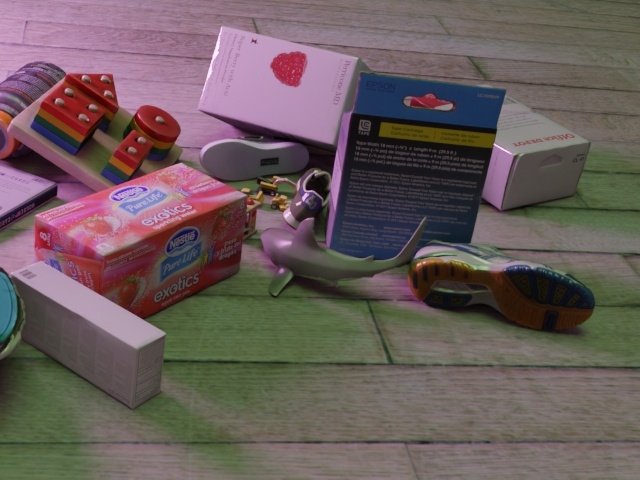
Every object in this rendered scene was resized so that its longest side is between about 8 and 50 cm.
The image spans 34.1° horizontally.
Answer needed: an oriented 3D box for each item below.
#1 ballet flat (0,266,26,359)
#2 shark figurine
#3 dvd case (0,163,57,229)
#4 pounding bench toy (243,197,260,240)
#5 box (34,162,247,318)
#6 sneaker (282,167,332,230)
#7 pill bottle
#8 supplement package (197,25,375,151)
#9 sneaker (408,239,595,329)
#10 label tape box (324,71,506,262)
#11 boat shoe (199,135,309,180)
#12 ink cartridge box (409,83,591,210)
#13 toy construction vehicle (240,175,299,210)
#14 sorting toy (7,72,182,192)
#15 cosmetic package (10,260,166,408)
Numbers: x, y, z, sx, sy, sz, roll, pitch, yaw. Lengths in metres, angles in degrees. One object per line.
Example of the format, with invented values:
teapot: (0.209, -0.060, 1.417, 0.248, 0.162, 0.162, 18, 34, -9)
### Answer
ballet flat: (-0.492, 0.072, 1.403, 0.147, 0.147, 0.409, -6, 34, -26)
shark figurine: (0.018, 0.010, 1.651, 0.278, 0.116, 0.166, 5, 31, 16)
dvd case: (-0.580, -0.067, 1.726, 0.179, 0.029, 0.239, 19, 30, 18)
pounding bench toy: (-0.147, -0.036, 1.760, 0.052, 0.065, 0.083, 23, 32, 22)
box: (-0.266, 0.005, 1.573, 0.154, 0.142, 0.300, 27, 34, 30)
sneaker: (-0.004, -0.092, 1.864, 0.064, 0.086, 0.192, 39, 32, -7)
pill bottle: (-0.554, -0.234, 1.927, 0.130, 0.130, 0.245, 12, 29, 5)
supplement package: (-0.058, -0.290, 2.055, 0.293, 0.177, 0.175, 16, 0, 18)
sneaker: (0.295, 0.054, 1.684, 0.297, 0.111, 0.131, 14, 29, 7)
label tape box: (0.150, -0.129, 1.735, 0.241, 0.333, 0.106, 6, 29, -6)
boat shoe: (-0.134, -0.167, 1.988, 0.229, 0.080, 0.076, -8, 27, -30)
ink cartridge box: (0.352, -0.196, 2.124, 0.226, 0.131, 0.306, -12, 37, -34)
toy construction vehicle: (-0.092, -0.089, 1.900, 0.098, 0.035, 0.086, 14, 29, 8)
sorting toy: (-0.378, -0.201, 1.860, 0.257, 0.089, 0.255, 34, 29, -7)
cosmetic package: (-0.314, 0.122, 1.399, 0.239, 0.098, 0.060, 26, 31, 27)
